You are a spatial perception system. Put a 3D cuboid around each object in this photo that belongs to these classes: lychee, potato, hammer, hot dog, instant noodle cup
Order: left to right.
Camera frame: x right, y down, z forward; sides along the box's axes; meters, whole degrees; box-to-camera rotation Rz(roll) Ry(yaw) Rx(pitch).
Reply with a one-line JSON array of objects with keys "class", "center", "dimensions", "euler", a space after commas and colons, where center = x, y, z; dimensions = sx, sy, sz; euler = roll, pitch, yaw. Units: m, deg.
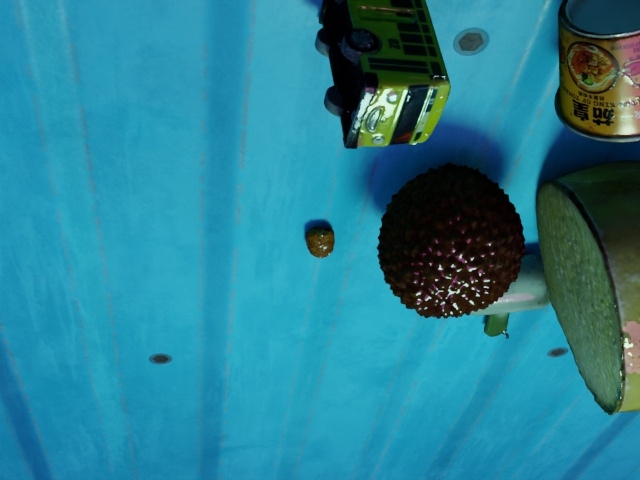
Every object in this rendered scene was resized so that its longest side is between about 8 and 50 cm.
[{"class": "hot dog", "center": [0.000, 0.000, 1.666], "dimensions": [0.058, 0.035, 0.083], "euler": [-4, 144, -2]}, {"class": "lychee", "center": [0.227, 0.005, 1.520], "dimensions": [0.276, 0.304, 0.275], "euler": [12, 124, 18]}, {"class": "hammer", "center": [0.396, 0.146, 1.875], "dimensions": [0.206, 0.119, 0.335], "euler": [-6, 151, 3]}, {"class": "instant noodle cup", "center": [0.436, -0.273, 1.221], "dimensions": [0.216, 0.215, 0.172], "euler": [-14, 134, 11]}, {"class": "potato", "center": [0.603, 0.069, 1.536], "dimensions": [0.319, 0.385, 0.442], "euler": [-12, 107, 0]}]

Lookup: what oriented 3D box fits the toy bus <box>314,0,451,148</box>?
[{"class": "toy bus", "center": [0.082, -0.253, 1.140], "dimensions": [0.150, 0.262, 0.128], "euler": [1, 144, -14]}]
